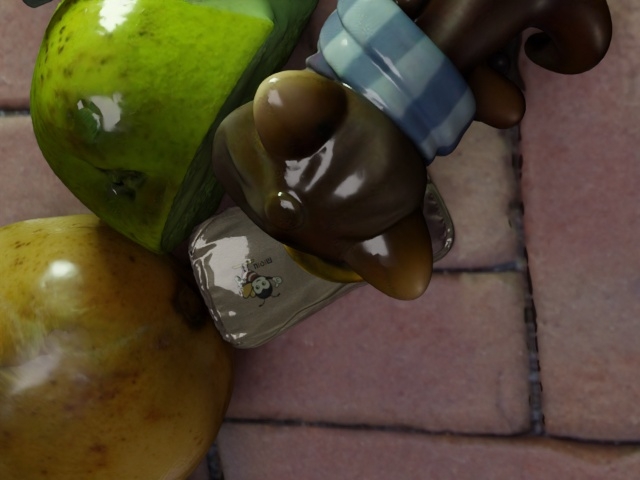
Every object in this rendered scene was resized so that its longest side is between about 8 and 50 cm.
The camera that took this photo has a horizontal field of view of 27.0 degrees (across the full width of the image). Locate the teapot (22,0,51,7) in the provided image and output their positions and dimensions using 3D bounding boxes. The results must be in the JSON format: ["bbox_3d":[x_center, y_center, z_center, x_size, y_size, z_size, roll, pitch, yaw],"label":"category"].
[{"bbox_3d":[-0.198,-0.360,1.039,0.285,0.305,0.223,-12,129,18],"label":"teapot"}]

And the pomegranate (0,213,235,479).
[{"bbox_3d":[-0.218,0.110,1.224,0.307,0.307,0.307,7,112,19],"label":"pomegranate"}]

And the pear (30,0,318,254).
[{"bbox_3d":[-0.148,-0.123,1.104,0.176,0.282,0.286,28,117,2],"label":"pear"}]

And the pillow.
[{"bbox_3d":[0.000,0.000,1.177,0.232,0.038,0.131,-25,106,-4],"label":"pillow"}]

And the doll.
[{"bbox_3d":[0.055,-0.136,1.022,0.209,0.340,0.318,19,160,48],"label":"doll"}]
